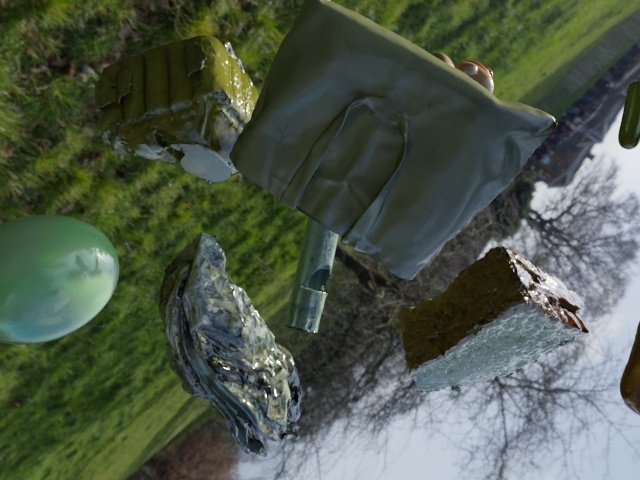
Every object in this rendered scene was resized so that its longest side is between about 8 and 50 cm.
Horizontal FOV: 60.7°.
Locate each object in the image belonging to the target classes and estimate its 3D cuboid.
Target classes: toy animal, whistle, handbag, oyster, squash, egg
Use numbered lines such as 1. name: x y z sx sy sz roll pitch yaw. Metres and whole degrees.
1. toy animal: 0.302 -0.343 1.261 0.197 0.171 0.171 5 136 -30
2. whistle: 0.000 0.000 0.932 0.062 0.062 0.313 85 17 -82
3. handbag: 0.065 -0.119 0.648 0.253 0.315 0.109 -58 177 20
4. oyster: -0.116 0.147 0.714 0.158 0.162 0.351 -36 124 -32
5. squash: 0.374 -0.146 0.650 0.027 0.027 0.084 91 16 -81
6. egg: -0.488 0.067 0.952 0.269 0.221 0.220 -13 173 0

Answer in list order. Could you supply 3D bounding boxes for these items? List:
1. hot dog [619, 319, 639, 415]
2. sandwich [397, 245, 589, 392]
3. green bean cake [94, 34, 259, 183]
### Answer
1. hot dog: 0.678 0.191 1.016 0.158 0.116 0.349 -123 -139 -73
2. sandwich: 0.294 0.167 1.021 0.325 0.262 0.131 -41 -134 30
3. green bean cake: -0.266 -0.227 1.108 0.284 0.202 0.310 -15 155 14
